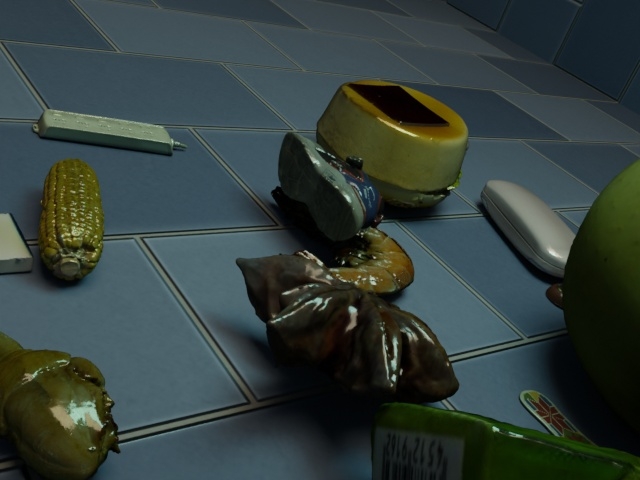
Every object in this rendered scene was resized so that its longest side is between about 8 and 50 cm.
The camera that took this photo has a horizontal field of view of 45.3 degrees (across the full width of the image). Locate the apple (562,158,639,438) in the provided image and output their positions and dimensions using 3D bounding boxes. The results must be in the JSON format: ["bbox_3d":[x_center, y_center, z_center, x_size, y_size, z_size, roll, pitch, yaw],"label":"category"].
[{"bbox_3d":[0.553,0.080,1.002,0.473,0.474,0.474,16,28,-9],"label":"apple"}]

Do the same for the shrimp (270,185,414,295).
[{"bbox_3d":[0.000,0.000,1.159,0.290,0.054,0.222,37,33,28],"label":"shrimp"}]

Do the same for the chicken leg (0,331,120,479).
[{"bbox_3d":[-0.268,0.138,0.716,0.227,0.088,0.103,31,39,31],"label":"chicken leg"}]

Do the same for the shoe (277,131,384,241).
[{"bbox_3d":[0.026,-0.092,1.166,0.125,0.099,0.228,-11,45,-31],"label":"shoe"}]

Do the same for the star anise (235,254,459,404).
[{"bbox_3d":[0.023,0.102,0.880,0.315,0.108,0.315,23,9,-4],"label":"star anise"}]

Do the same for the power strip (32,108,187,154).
[{"bbox_3d":[-0.339,-0.176,1.262,0.252,0.027,0.060,5,32,-28],"label":"power strip"}]

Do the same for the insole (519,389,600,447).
[{"bbox_3d":[0.327,0.258,0.978,0.065,0.006,0.193,-2,36,-37],"label":"insole"}]

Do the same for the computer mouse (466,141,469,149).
[{"bbox_3d":[0.315,-0.242,1.811,0.065,0.039,0.096,9,30,-22],"label":"computer mouse"}]

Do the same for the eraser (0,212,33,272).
[{"bbox_3d":[-0.424,0.005,0.893,0.150,0.023,0.104,-4,37,-38],"label":"eraser"}]

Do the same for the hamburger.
[{"bbox_3d":[0.133,-0.174,1.422,0.300,0.176,0.300,17,30,-10],"label":"hamburger"}]

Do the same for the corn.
[{"bbox_3d":[-0.317,-0.034,0.977,0.080,0.080,0.238,8,32,-23],"label":"corn"}]

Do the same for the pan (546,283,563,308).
[{"bbox_3d":[0.444,0.103,1.310,0.115,0.023,0.068,22,27,1],"label":"pan"}]

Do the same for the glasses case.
[{"bbox_3d":[0.402,-0.027,1.455,0.113,0.075,0.297,10,31,-23],"label":"glasses case"}]

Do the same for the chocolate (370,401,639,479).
[{"bbox_3d":[0.205,0.240,0.656,0.288,0.137,0.301,16,-12,-8],"label":"chocolate"}]
